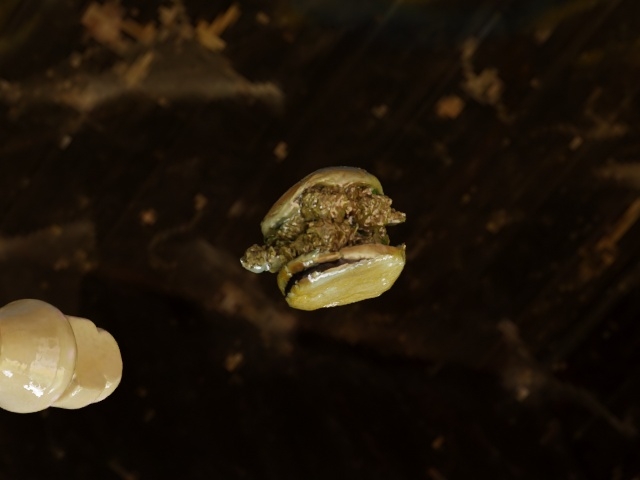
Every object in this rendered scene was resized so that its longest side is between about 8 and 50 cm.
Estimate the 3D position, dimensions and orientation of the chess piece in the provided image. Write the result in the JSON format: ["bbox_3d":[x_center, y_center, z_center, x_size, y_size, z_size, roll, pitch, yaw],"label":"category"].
[{"bbox_3d":[-0.309,0.084,1.472,0.397,0.117,0.117,13,-144,-53],"label":"chess piece"}]

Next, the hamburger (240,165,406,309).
[{"bbox_3d":[0.000,0.000,1.990,0.185,0.159,0.131,-15,-110,-16],"label":"hamburger"}]
